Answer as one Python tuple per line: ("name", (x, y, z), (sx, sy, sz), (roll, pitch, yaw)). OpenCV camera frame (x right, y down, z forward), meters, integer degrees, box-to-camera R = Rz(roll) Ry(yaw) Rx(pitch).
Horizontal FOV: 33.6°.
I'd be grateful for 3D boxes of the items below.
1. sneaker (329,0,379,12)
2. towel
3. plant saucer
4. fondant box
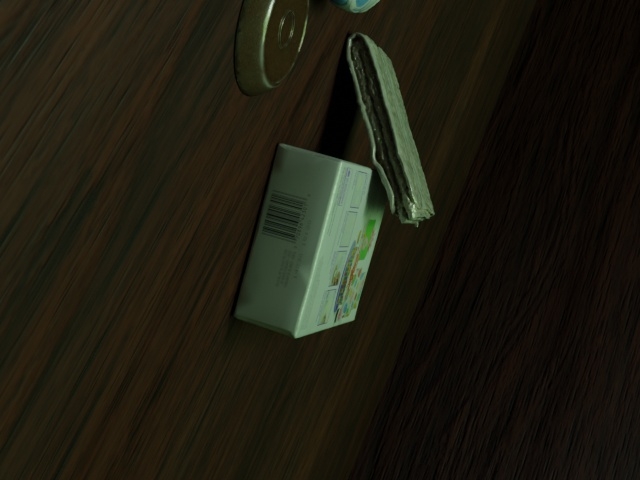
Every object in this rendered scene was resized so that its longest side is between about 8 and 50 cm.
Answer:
("sneaker", (0.059, -0.402, 1.315), (0.086, 0.085, 0.237), (-6, 110, -66))
("towel", (0.104, -0.159, 1.582), (0.187, 0.049, 0.282), (5, 70, -76))
("plant saucer", (-0.049, -0.242, 1.199), (0.168, 0.029, 0.168), (16, 90, -74))
("fondant box", (0.000, 0.000, 1.510), (0.330, 0.096, 0.238), (1, 104, -74))
